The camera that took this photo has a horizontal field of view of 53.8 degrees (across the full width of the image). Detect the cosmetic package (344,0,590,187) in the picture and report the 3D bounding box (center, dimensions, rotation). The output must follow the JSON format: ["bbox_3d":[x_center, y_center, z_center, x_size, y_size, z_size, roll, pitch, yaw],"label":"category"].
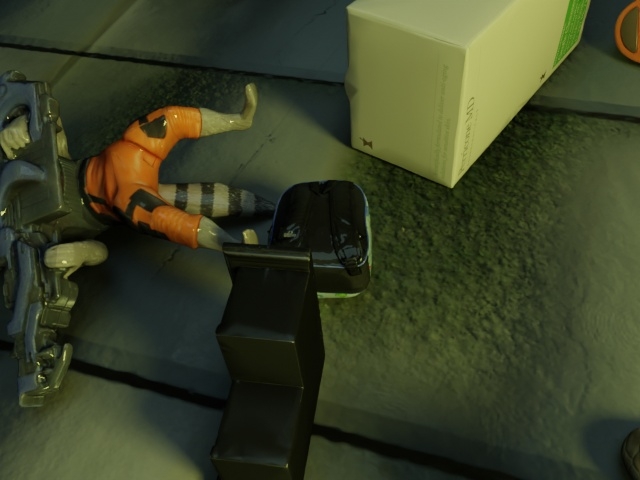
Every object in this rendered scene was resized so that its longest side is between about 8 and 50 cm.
[{"bbox_3d":[0.195,-0.261,0.779,0.155,0.196,0.365,27,58,26],"label":"cosmetic package"}]

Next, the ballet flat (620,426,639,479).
[{"bbox_3d":[0.344,0.197,0.440,0.250,0.058,0.084,26,55,26],"label":"ballet flat"}]

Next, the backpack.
[{"bbox_3d":[0.000,0.000,0.637,0.105,0.084,0.114,0,53,5],"label":"backpack"}]

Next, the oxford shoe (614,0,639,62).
[{"bbox_3d":[0.583,-0.283,0.833,0.364,0.129,0.133,3,16,18],"label":"oxford shoe"}]

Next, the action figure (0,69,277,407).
[{"bbox_3d":[-0.220,-0.005,0.658,0.331,0.178,0.341,-7,75,8],"label":"action figure"}]

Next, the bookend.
[{"bbox_3d":[-0.047,0.112,0.494,0.073,0.156,0.157,4,50,9],"label":"bookend"}]
